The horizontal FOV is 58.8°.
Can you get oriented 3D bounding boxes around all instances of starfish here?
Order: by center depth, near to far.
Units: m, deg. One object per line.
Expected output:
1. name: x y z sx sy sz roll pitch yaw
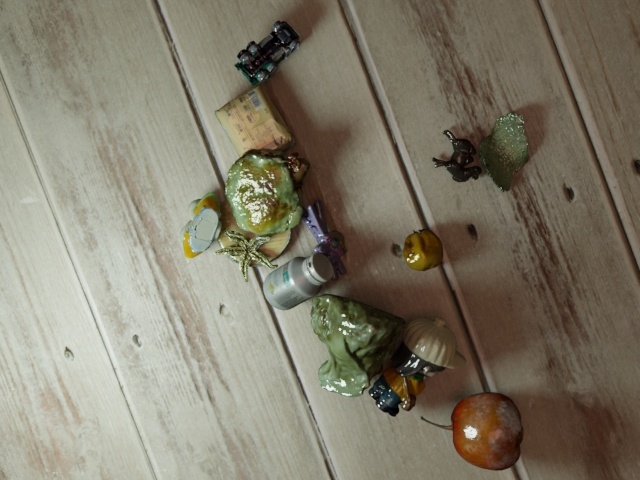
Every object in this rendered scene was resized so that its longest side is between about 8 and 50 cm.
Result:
1. starfish: -0.236 0.051 1.820 0.207 0.053 0.176 12 103 10

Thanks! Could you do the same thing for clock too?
1. clock: -0.385 -0.047 1.820 0.103 0.144 0.231 19 101 -26

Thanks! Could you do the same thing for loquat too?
1. loquat: 0.324 0.029 1.797 0.137 0.113 0.138 -5 74 18

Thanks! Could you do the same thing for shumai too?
1. shumai: 0.097 0.333 1.716 0.291 0.330 0.289 22 82 -22

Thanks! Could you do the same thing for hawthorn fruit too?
1. hawthorn fruit: 0.514 0.589 1.764 0.231 0.262 0.235 -34 101 -32

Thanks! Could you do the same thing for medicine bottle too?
1. medicine bottle: -0.066 0.123 1.771 0.215 0.135 0.135 -32 90 36

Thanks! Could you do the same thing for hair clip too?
1. hair clip: 0.008 -0.009 1.815 0.090 0.137 0.279 -32 89 40

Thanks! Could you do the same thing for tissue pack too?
1. tissue pack: -0.208 -0.359 1.824 0.186 0.090 0.222 -32 91 2

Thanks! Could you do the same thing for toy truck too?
1. toy truck: -0.164 -0.586 1.803 0.216 0.116 0.110 -44 90 -3

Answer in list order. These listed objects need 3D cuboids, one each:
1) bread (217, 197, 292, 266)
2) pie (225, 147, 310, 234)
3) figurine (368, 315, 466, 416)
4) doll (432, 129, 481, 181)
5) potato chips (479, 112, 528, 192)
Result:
1. bread: -0.219 -0.045 1.860 0.266 0.040 0.267 0 93 4
2. pie: -0.172 -0.153 1.777 0.256 0.105 0.275 9 103 3
3. figurine: 0.284 0.386 1.778 0.332 0.185 0.204 -39 125 0
4. doll: 0.442 -0.259 1.806 0.165 0.057 0.139 22 92 -6
5. potato chips: 0.586 -0.281 1.796 0.167 0.059 0.229 30 89 -4
